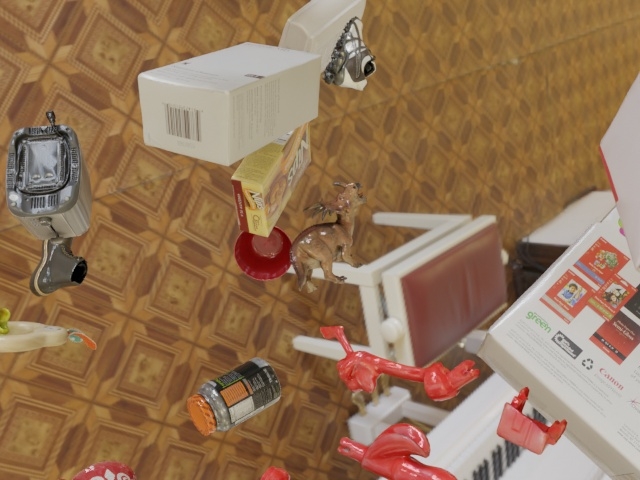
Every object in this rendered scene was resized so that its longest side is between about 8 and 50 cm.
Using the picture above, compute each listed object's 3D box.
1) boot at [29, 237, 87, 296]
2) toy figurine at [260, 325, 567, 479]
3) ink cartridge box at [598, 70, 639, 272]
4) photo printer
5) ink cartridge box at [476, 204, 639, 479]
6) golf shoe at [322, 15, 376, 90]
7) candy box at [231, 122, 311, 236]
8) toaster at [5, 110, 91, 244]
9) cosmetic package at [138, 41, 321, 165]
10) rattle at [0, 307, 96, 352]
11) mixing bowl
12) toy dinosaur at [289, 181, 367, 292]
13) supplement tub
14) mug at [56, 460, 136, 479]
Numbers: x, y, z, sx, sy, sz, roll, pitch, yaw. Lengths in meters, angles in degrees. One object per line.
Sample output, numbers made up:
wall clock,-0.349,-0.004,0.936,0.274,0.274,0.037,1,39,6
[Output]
boot,-0.583,0.034,1.532,0.077,0.137,0.198,43,43,-50
toy figurine,-0.027,0.231,0.301,0.217,0.191,0.362,2,111,-60
ink cartridge box,0.307,-0.025,0.382,0.172,0.237,0.100,-66,174,-56
photo printer,0.006,-0.588,1.867,0.107,0.256,0.307,39,60,7
ink cartridge box,0.400,0.138,0.787,0.272,0.309,0.130,-42,160,-10
golf shoe,0.069,-0.368,1.316,0.094,0.077,0.198,23,55,-7
candy box,-0.117,-0.185,1.685,0.183,0.087,0.316,89,20,-48
toaster,-0.498,-0.109,1.218,0.129,0.146,0.227,-7,64,-10
cosmetic package,-0.175,-0.304,1.397,0.385,0.217,0.156,-45,145,-53
rattle,-0.496,0.125,1.145,0.199,0.130,0.143,0,80,-23
mixing bowl,-0.165,0.021,1.993,0.098,0.181,0.181,-81,159,-71
toy dinosaur,0.000,0.000,1.594,0.295,0.127,0.200,-39,106,-33
supplement tub,-0.194,0.350,1.470,0.190,0.117,0.117,-22,110,-34
mug,-0.320,0.422,0.955,0.150,0.169,0.113,8,106,-34
